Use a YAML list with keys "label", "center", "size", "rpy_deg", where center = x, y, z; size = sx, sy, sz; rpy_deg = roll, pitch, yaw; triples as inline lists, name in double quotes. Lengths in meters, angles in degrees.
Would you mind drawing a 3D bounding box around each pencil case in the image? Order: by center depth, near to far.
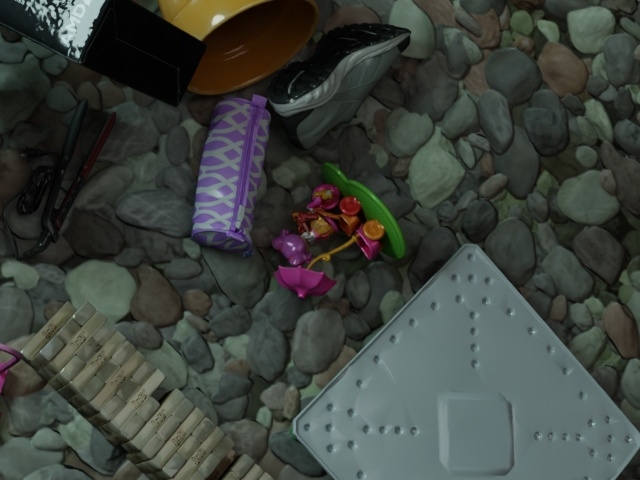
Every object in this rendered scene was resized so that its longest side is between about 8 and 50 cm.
- label: "pencil case"
  center: [-0.117, -0.086, 1.685]
  size: [0.086, 0.088, 0.206]
  rpy_deg: [13, 72, -22]

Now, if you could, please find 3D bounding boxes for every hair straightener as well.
- label: "hair straightener"
  center: [-0.344, -0.082, 1.619]
  size: [0.089, 0.047, 0.230]
  rpy_deg: [27, 73, -14]

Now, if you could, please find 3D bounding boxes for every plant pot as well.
- label: "plant pot"
  center: [-0.134, -0.328, 1.690]
  size: [0.205, 0.205, 0.188]
  rpy_deg: [-21, 70, -26]

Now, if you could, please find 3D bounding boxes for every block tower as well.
- label: "block tower"
  center: [-0.214, 0.217, 1.567]
  size: [0.335, 0.097, 0.091]
  rpy_deg: [44, 64, -6]

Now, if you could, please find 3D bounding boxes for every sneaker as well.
- label: "sneaker"
  center: [0.031, -0.225, 1.790]
  size: [0.271, 0.100, 0.108]
  rpy_deg: [-41, 131, -33]

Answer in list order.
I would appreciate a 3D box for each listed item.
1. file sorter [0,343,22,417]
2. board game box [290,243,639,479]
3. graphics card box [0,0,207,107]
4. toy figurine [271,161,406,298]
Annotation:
- label: "file sorter"
  center: [-0.473, 0.234, 1.404]
  size: [0.202, 0.182, 0.290]
  rpy_deg: [21, 70, -17]
- label: "board game box"
  center: [0.205, 0.268, 1.754]
  size: [0.390, 0.050, 0.390]
  rpy_deg: [49, 65, -5]
- label: "graphics card box"
  center: [-0.339, -0.284, 1.470]
  size: [0.371, 0.233, 0.094]
  rpy_deg: [29, 94, 22]
- label: "toy figurine"
  center: [0.000, 0.000, 1.712]
  size: [0.159, 0.130, 0.173]
  rpy_deg: [-37, 71, -17]
